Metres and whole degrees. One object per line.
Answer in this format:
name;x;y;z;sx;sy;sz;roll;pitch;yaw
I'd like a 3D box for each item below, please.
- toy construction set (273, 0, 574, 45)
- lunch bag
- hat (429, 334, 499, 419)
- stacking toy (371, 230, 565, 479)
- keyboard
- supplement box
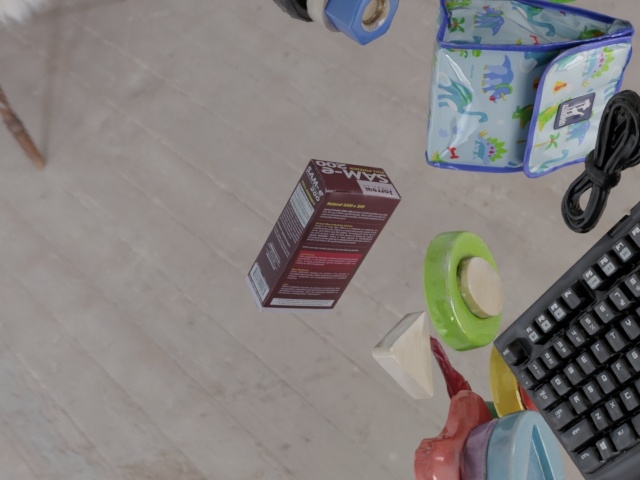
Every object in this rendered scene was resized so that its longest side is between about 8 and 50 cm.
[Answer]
toy construction set;0.049;-0.298;0.574;0.257;0.237;0.309;-18;48;-3
lunch bag;0.163;-0.122;0.790;0.151;0.129;0.096;4;46;3
hat;0.163;0.239;1.211;0.184;0.173;0.208;16;81;-13
stacking toy;0.202;0.138;1.009;0.130;0.279;0.309;-12;26;34
keyboard;0.113;0.009;0.326;0.023;0.180;0.108;-14;64;-30
supplement box;0.000;0.000;1.416;0.239;0.130;0.073;-59;42;34
